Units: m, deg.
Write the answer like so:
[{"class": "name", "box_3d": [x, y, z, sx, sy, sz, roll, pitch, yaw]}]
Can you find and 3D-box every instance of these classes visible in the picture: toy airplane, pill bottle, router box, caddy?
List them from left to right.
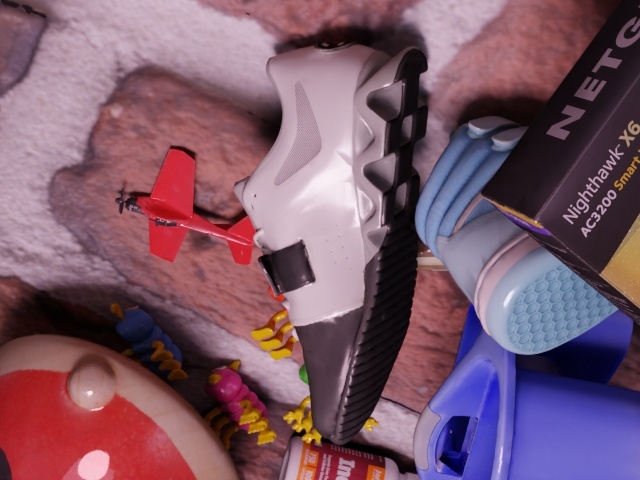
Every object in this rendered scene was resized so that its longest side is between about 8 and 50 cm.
[{"class": "toy airplane", "box_3d": [-0.115, -0.016, 1.233, 0.151, 0.028, 0.151, 6, 138, 5]}, {"class": "pill bottle", "box_3d": [0.032, 0.270, 1.462, 0.152, 0.086, 0.086, 14, 136, -5]}, {"class": "caddy", "box_3d": [0.175, 0.183, 1.239, 0.179, 0.241, 0.341, 4, 136, -3]}, {"class": "router box", "box_3d": [0.296, -0.080, 0.928, 0.243, 0.081, 0.309, 36, 90, -25]}]

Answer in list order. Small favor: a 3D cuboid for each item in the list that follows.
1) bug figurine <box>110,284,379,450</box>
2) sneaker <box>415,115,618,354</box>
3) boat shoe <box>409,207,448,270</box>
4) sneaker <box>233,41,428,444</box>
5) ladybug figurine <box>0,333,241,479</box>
[{"class": "bug figurine", "box_3d": [-0.069, 0.117, 1.329, 0.279, 0.072, 0.216, -15, 125, 30]}, {"class": "sneaker", "box_3d": [0.219, -0.055, 1.076, 0.319, 0.208, 0.127, -24, 131, -17]}, {"class": "boat shoe", "box_3d": [0.054, 0.001, 1.199, 0.190, 0.068, 0.072, 11, 152, 1]}, {"class": "sneaker", "box_3d": [0.000, 0.000, 1.109, 0.146, 0.122, 0.330, 8, 100, 21]}, {"class": "ladybug figurine", "box_3d": [-0.233, 0.254, 1.379, 0.305, 0.162, 0.449, 22, 149, 13]}]
